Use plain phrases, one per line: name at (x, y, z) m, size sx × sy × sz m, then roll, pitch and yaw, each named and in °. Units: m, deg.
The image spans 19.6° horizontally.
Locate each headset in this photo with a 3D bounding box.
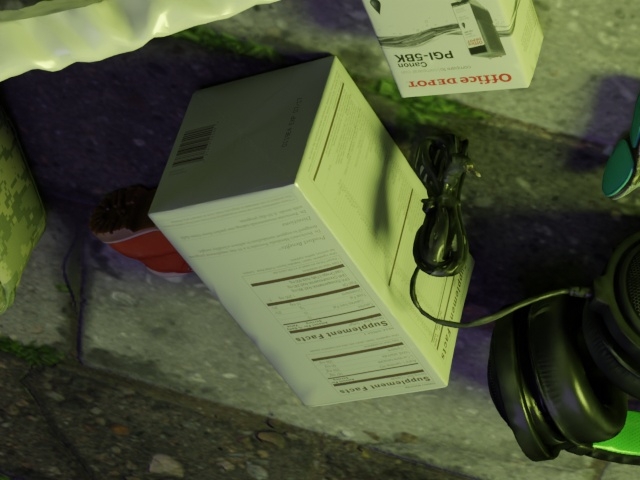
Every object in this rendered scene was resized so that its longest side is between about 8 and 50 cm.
headset at (0.226, 0.057, 1.451) m, size 0.394 × 0.185 × 0.243 m, roll 24°, pitch 140°, yaw -33°

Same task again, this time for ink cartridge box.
ink cartridge box at (0.086, -0.165, 1.262) m, size 0.099 × 0.056 × 0.135 m, roll -3°, pitch 137°, yaw 24°

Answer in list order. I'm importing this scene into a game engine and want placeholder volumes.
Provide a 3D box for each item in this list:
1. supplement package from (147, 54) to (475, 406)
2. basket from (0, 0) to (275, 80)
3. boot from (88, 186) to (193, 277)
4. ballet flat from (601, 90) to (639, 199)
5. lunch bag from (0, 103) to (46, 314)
supplement package at (0.000, 0.000, 1.432) m, size 0.134 × 0.139 × 0.244 m, roll -11°, pitch 133°, yaw 30°
basket at (-0.194, -0.262, 0.843) m, size 0.328 × 0.266 × 0.331 m, roll -18°, pitch 144°, yaw -12°
boot at (-0.109, -0.009, 1.537) m, size 0.158 × 0.059 × 0.084 m, roll -6°, pitch 140°, yaw 40°
ballet flat at (0.237, -0.067, 1.340) m, size 0.041 × 0.041 × 0.114 m, roll 17°, pitch 143°, yaw 2°
lunch bag at (-0.378, -0.017, 1.466) m, size 0.213 × 0.256 × 0.305 m, roll 6°, pitch 140°, yaw 15°
